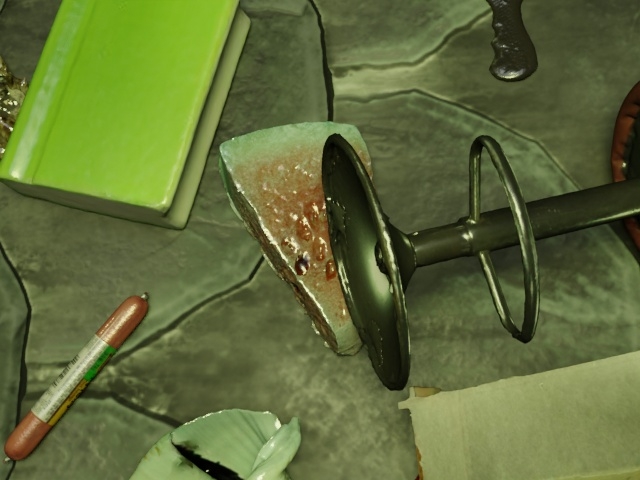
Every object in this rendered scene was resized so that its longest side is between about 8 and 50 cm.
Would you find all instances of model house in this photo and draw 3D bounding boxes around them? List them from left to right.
[{"bbox_3d":[0.269,0.182,0.661,0.326,0.244,0.169,-22,68,34],"label":"model house"}]

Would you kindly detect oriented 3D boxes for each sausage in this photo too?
[{"bbox_3d":[-0.254,0.141,0.801,0.029,0.029,0.223,37,80,14],"label":"sausage"}]

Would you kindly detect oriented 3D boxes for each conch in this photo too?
[{"bbox_3d":[-0.081,0.261,0.702,0.172,0.131,0.200,13,44,35],"label":"conch"}]

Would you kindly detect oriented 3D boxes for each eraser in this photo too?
[{"bbox_3d":[-0.214,-0.166,0.857,0.210,0.092,0.274,11,77,9],"label":"eraser"}]

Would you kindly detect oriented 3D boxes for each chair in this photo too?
[{"bbox_3d":[0.219,-0.026,0.678,0.401,0.226,0.226,-14,73,-10],"label":"chair"}]

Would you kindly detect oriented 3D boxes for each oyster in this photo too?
[{"bbox_3d":[-0.378,-0.151,0.886,0.148,0.051,0.103,44,89,4],"label":"oyster"}]

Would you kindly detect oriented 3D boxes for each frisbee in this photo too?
[{"bbox_3d":[0.198,-0.293,0.897,0.187,0.012,0.211,21,78,11],"label":"frisbee"}]

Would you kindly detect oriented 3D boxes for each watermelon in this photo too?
[{"bbox_3d":[0.000,0.000,0.801,0.154,0.094,0.241,-17,75,-10],"label":"watermelon"}]

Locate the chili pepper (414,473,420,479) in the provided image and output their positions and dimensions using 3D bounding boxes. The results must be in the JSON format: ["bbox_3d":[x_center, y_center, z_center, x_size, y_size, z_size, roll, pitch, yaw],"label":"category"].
[{"bbox_3d":[0.118,0.224,0.746,0.045,0.027,0.178,24,78,7],"label":"chili pepper"}]
